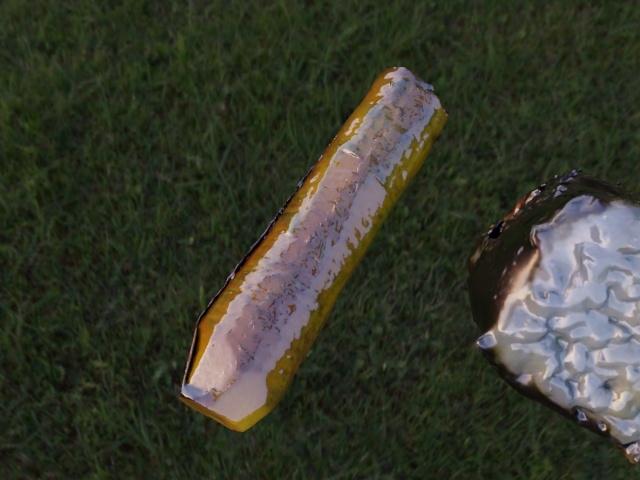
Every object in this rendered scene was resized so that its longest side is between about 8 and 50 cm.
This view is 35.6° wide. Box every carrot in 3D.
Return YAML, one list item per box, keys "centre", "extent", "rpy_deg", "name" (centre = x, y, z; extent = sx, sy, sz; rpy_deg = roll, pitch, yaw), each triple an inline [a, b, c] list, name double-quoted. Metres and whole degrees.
- centre: [0.000, 0.000, 0.628]
  extent: [0.070, 0.070, 0.260]
  rpy_deg: [31, 71, 11]
  name: "carrot"

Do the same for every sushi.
- centre: [0.287, 0.068, 0.761]
  extent: [0.343, 0.196, 0.182]
  rpy_deg: [27, 30, -4]
  name: "sushi"
